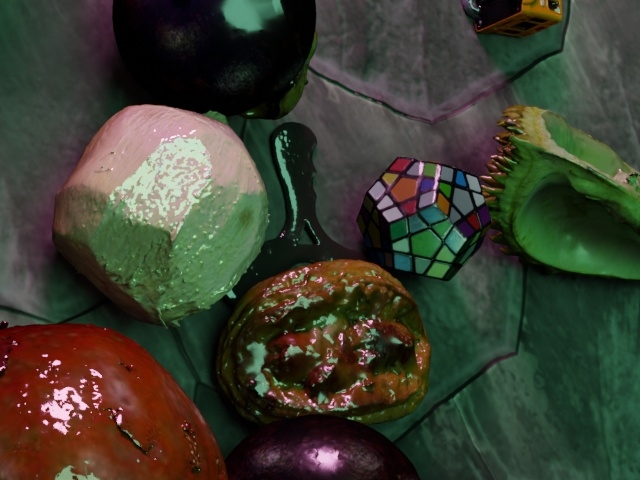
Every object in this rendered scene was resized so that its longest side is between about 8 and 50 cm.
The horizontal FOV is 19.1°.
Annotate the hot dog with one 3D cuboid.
[{"bbox_3d":[0.010,0.102,1.775,0.227,0.099,0.160,-13,83,-32],"label":"hot dog"}]

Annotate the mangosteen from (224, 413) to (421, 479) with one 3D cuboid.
[{"bbox_3d":[-0.017,0.265,1.625,0.211,0.211,0.250,60,31,-4],"label":"mangosteen"}]

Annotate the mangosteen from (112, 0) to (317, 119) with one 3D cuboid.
[{"bbox_3d":[-0.086,-0.195,1.760,0.230,0.194,0.194,43,50,-58],"label":"mangosteen"}]

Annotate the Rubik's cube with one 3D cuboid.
[{"bbox_3d":[0.101,-0.020,1.851,0.133,0.133,0.112,14,89,-29],"label":"Rubik's cube"}]

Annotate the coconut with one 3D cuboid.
[{"bbox_3d":[-0.135,-0.034,1.671,0.194,0.194,0.194,10,71,-31],"label":"coconut"}]

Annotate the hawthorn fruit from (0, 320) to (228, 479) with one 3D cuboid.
[{"bbox_3d":[-0.204,0.220,1.495,0.316,0.316,0.316,10,71,-31],"label":"hawthorn fruit"}]

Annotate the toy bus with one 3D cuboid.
[{"bbox_3d":[0.206,-0.319,2.029,0.088,0.083,0.194,7,75,-35],"label":"toy bus"}]

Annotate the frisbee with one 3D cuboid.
[{"bbox_3d":[0.000,0.000,1.846,0.187,0.012,0.211,28,62,-24],"label":"frisbee"}]

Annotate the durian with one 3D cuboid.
[{"bbox_3d":[0.313,-0.046,1.951,0.394,0.198,0.163,25,63,-27],"label":"durian"}]
